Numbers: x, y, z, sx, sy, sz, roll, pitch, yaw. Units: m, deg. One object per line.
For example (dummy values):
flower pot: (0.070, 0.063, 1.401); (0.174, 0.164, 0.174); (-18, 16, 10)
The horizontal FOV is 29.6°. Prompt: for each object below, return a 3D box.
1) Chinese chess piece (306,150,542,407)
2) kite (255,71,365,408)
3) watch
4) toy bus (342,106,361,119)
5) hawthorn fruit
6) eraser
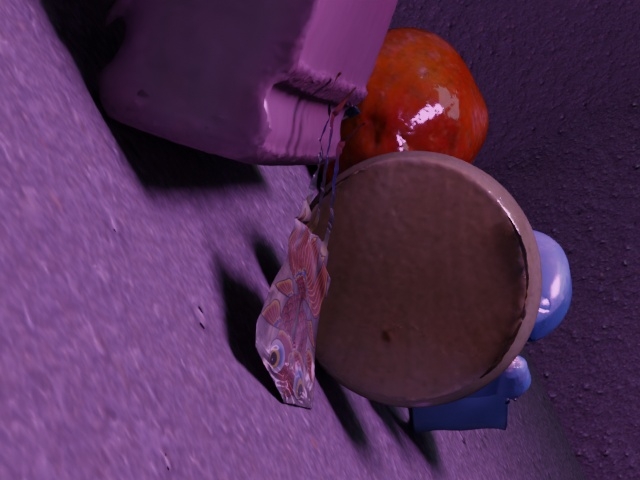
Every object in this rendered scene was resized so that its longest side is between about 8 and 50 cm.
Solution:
Chinese chess piece: (0.068, 0.028, 0.891); (0.188, 0.188, 0.083); (63, 11, 8)
kite: (-0.003, 0.000, 0.805); (0.127, 0.016, 0.229); (70, 30, -58)
watch: (0.121, 0.093, 1.101); (0.193, 0.211, 0.211); (80, -9, -55)
toy bus: (-0.035, -0.204, 1.256); (0.091, 0.103, 0.182); (24, 44, -74)
hawthorn fruit: (0.084, -0.120, 1.352); (0.210, 0.211, 0.262); (57, 17, -25)
eraser: (-0.017, -0.192, 0.859); (0.122, 0.272, 0.359); (22, 6, 6)
